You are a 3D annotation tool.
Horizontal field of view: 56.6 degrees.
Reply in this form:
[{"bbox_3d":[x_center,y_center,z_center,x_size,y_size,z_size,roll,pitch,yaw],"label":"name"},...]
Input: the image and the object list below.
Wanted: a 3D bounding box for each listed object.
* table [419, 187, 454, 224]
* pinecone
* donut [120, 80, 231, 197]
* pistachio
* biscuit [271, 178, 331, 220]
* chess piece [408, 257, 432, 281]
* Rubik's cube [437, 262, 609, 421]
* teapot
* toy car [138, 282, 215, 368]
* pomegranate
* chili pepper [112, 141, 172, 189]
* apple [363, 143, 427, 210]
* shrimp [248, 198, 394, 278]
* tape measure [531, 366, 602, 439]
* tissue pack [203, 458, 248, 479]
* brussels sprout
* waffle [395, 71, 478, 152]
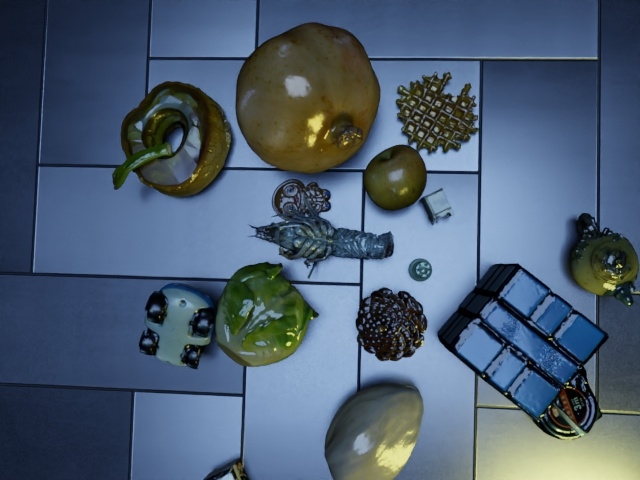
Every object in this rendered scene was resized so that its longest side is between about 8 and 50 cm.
[{"bbox_3d":[0.329,-0.094,1.684,0.062,0.079,0.083,-25,87,2],"label":"table"},{"bbox_3d":[0.195,0.225,1.622,0.207,0.208,0.208,0,87,4],"label":"pinecone"},{"bbox_3d":[-0.427,-0.296,1.713,0.329,0.160,0.330,-1,83,11],"label":"donut"},{"bbox_3d":[0.147,0.516,1.602,0.226,0.208,0.332,35,75,27],"label":"pistachio"},{"bbox_3d":[-0.057,-0.119,1.741,0.174,0.026,0.124,-2,87,4],"label":"biscuit"},{"bbox_3d":[0.284,0.082,1.666,0.067,0.103,0.067,0,87,4],"label":"chess piece"},{"bbox_3d":[0.505,0.249,1.551,0.288,0.293,0.283,38,88,7],"label":"Rubik's cube"},{"bbox_3d":[0.765,0.048,1.592,0.173,0.182,0.270,-21,85,4],"label":"teapot"},{"bbox_3d":[-0.387,0.223,1.662,0.188,0.190,0.255,17,120,-3],"label":"toy car"},{"bbox_3d":[-0.026,-0.364,1.566,0.410,0.411,0.412,0,87,4],"label":"pomegranate"},{"bbox_3d":[-0.499,-0.212,1.633,0.201,0.050,0.052,-30,53,7],"label":"chili pepper"},{"bbox_3d":[0.211,-0.172,1.657,0.182,0.182,0.155,-29,115,2],"label":"apple"},{"bbox_3d":[-0.003,0.000,1.674,0.410,0.166,0.222,8,85,-7],"label":"shrimp"},{"bbox_3d":[0.657,0.445,1.618,0.180,0.107,0.182,-18,86,0],"label":"tape measure"},{"bbox_3d":[-0.246,0.723,1.680,0.103,0.090,0.170,-25,84,2],"label":"tissue pack"},{"bbox_3d":[-0.157,0.204,1.629,0.259,0.227,0.294,35,78,0],"label":"brussels sprout"},{"bbox_3d":[0.336,-0.367,1.712,0.228,0.051,0.232,-12,87,3],"label":"waffle"}]
